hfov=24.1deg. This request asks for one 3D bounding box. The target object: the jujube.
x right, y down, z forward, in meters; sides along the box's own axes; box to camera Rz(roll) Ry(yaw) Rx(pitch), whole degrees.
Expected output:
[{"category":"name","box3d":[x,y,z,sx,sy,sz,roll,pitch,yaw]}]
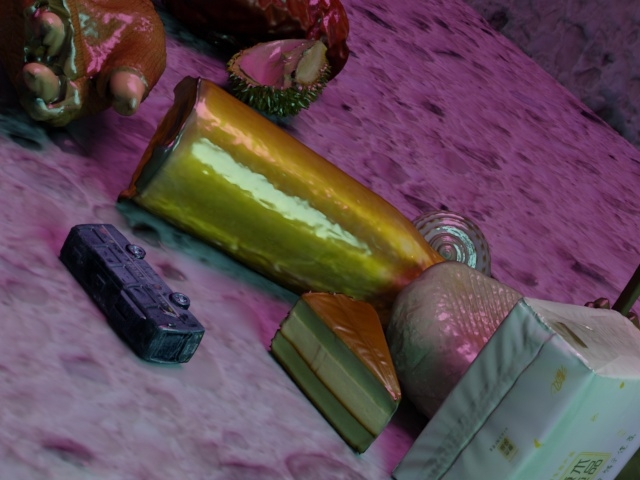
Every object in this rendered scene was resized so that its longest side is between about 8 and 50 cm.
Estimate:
[{"category":"jujube","box3d":[-0.093,-0.365,2.267,0.342,0.216,0.216,38,15,-32]}]

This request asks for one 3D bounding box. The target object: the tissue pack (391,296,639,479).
[{"category":"tissue pack","box3d":[0.210,0.178,1.420,0.185,0.225,0.124,11,30,-46]}]

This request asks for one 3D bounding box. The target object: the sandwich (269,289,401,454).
[{"category":"sandwich","box3d":[0.044,0.130,1.489,0.113,0.079,0.163,6,32,-50]}]

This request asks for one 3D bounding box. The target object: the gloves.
[{"category":"gloves","box3d":[-0.277,-0.220,1.698,0.203,0.155,0.356,41,13,-7]}]

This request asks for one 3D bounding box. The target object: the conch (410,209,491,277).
[{"category":"conch","box3d":[0.168,0.021,1.913,0.135,0.102,0.153,51,21,4]}]

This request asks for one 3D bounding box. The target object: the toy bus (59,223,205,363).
[{"category":"toy bus","box3d":[-0.176,0.048,1.395,0.065,0.047,0.166,1,36,-48]}]

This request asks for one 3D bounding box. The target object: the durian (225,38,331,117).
[{"category":"durian","box3d":[-0.061,-0.221,2.127,0.137,0.095,0.221,-1,19,11]}]

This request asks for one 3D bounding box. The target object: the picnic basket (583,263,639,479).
[{"category":"picnic basket","box3d":[0.393,0.165,1.609,0.254,0.321,0.291,26,19,-11]}]

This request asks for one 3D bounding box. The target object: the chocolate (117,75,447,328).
[{"category":"chocolate","box3d":[0.000,0.000,1.652,0.445,0.162,0.162,32,19,-17]}]

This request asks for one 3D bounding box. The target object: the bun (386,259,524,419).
[{"category":"bun","box3d":[0.156,0.127,1.577,0.212,0.126,0.204,33,34,-12]}]
